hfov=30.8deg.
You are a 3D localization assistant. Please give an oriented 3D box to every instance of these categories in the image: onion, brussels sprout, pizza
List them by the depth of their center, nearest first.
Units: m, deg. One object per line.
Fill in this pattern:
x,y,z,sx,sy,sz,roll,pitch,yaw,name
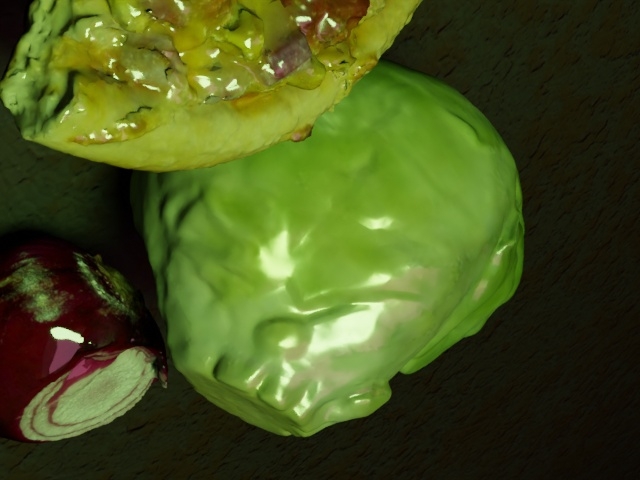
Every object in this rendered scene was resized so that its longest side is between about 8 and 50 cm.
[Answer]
-0.032,-0.198,0.687,0.409,0.114,0.277,-39,124,-36,pizza
-0.223,0.081,0.857,0.198,0.135,0.173,-29,150,1,onion
-0.005,-0.012,0.861,0.317,0.274,0.242,-36,165,-27,brussels sprout
